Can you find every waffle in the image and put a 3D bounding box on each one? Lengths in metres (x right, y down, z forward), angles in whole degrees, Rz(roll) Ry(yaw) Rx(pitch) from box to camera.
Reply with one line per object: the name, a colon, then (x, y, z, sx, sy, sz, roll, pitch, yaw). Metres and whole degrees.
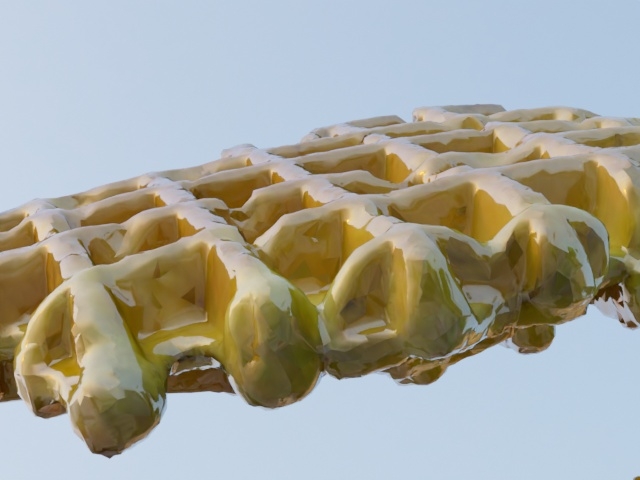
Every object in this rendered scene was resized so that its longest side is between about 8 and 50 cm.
waffle: (0.000, -0.001, 0.523, 0.283, 0.309, 0.065, -2, -80, 30)

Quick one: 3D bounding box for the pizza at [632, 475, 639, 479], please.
pizza: (0.115, 0.190, 0.414, 0.289, 0.081, 0.229, 65, -16, -10)
